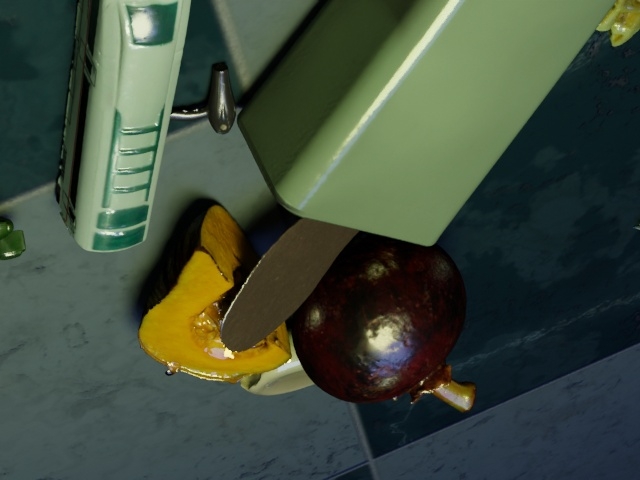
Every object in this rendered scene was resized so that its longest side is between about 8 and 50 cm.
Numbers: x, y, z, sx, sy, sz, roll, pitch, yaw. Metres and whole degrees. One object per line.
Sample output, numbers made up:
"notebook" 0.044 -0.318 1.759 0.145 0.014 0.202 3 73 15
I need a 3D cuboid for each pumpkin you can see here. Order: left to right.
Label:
"pumpkin" -0.151 0.060 1.381 0.163 0.111 0.278 -15 143 13

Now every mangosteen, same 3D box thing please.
"mangosteen" 0.092 0.121 1.452 0.235 0.261 0.235 -43 179 -1

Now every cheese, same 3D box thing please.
"cheese" -0.001 0.157 1.613 0.227 0.064 0.137 -8 159 -31

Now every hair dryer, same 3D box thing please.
"hair dryer" -0.127 -0.138 1.178 0.083 0.031 0.079 -9 133 -10

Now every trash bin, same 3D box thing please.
"trash bin" 0.111 -0.174 1.148 0.223 0.158 0.343 13 129 -39

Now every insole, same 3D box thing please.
"insole" 0.000 0.000 1.343 0.328 0.007 0.111 -47 143 -12

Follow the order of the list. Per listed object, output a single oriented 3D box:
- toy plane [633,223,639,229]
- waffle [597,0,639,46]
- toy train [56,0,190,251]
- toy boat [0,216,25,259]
"toy plane" 0.507 -0.029 1.739 0.084 0.024 0.078 -22 128 -6
"waffle" 0.355 -0.312 1.223 0.208 0.054 0.214 -32 140 16
"toy train" -0.177 -0.150 1.069 0.086 0.088 0.407 -8 142 -24
"toy boat" -0.401 0.013 1.166 0.210 0.052 0.104 -14 174 -18
